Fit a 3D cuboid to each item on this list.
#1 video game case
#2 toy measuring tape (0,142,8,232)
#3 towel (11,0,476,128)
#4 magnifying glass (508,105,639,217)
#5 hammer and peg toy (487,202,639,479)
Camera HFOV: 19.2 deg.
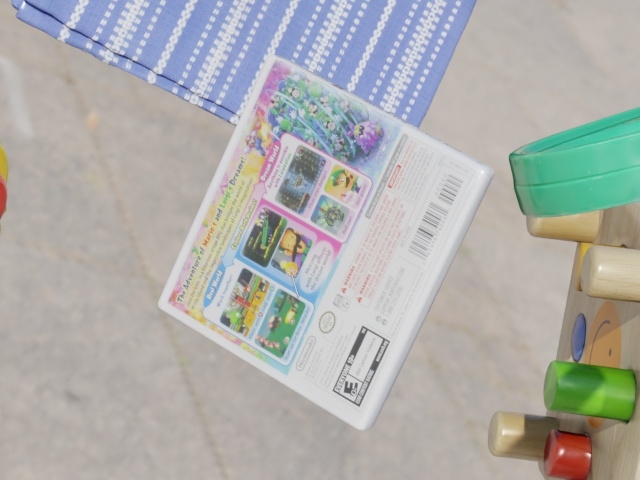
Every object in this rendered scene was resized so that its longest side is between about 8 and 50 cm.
[{"bbox_3d":[0.000,0.000,1.016,0.143,0.157,0.019,30,13,22],"label":"video game case"},{"bbox_3d":[-0.318,-0.068,1.392,0.121,0.121,0.330,49,3,28],"label":"toy measuring tape"},{"bbox_3d":[-0.038,-0.202,1.357,0.336,0.243,0.040,26,-3,-30],"label":"towel"},{"bbox_3d":[0.128,-0.039,0.610,0.231,0.092,0.026,-27,103,-63],"label":"magnifying glass"},{"bbox_3d":[0.206,0.144,1.412,0.127,0.361,0.266,7,13,-8],"label":"hammer and peg toy"}]
